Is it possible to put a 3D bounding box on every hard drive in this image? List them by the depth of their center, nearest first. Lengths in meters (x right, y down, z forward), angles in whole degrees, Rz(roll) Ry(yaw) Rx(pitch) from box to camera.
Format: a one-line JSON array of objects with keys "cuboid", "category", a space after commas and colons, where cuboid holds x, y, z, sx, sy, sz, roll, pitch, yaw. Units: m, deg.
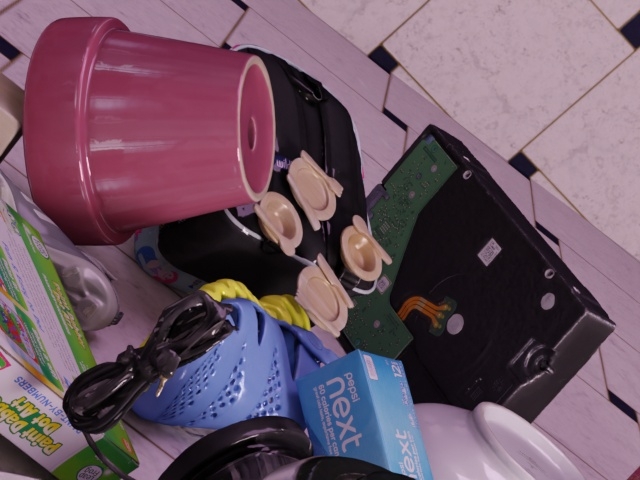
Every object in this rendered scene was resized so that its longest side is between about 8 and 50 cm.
[{"cuboid": [0.134, 0.064, 2.033, 0.064, 0.237, 0.339, 26, 19, -43], "category": "hard drive"}]

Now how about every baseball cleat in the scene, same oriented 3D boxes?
[{"cuboid": [-0.249, 0.004, 1.641, 0.206, 0.072, 0.109, 46, 2, 7], "category": "baseball cleat"}]

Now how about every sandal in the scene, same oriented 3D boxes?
[{"cuboid": [-0.057, 0.117, 1.652, 0.138, 0.126, 0.317, 49, 18, 17], "category": "sandal"}]

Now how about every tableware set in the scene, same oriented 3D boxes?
[{"cuboid": [0.000, 0.000, 1.777, 0.141, 0.020, 0.169, 54, 35, -10], "category": "tableware set"}]

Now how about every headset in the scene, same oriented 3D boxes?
[{"cuboid": [-0.022, 0.202, 1.355, 0.394, 0.185, 0.243, 44, 10, -31], "category": "headset"}]

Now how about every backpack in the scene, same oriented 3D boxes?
[{"cuboid": [-0.062, -0.054, 1.908, 0.225, 0.191, 0.253, 28, 50, -37], "category": "backpack"}]

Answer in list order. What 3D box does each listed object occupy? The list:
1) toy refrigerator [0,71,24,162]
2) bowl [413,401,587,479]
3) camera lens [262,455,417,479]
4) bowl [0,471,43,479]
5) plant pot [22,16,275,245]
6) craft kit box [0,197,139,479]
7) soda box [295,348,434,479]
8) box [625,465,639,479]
[{"cuboid": [-0.380, -0.154, 1.682, 0.269, 0.102, 0.094, 38, 15, -5], "category": "toy refrigerator"}, {"cuboid": [0.154, 0.241, 1.771, 0.298, 0.134, 0.298, 36, 15, -11], "category": "bowl"}, {"cuboid": [-0.008, 0.267, 1.020, 0.219, 0.274, 0.219, 36, 15, -12], "category": "camera lens"}, {"cuboid": [-0.172, 0.211, 1.218, 0.142, 0.053, 0.142, 20, 25, -50], "category": "bowl"}, {"cuboid": [-0.141, -0.097, 1.708, 0.180, 0.201, 0.201, -1, 8, 13], "category": "plant pot"}, {"cuboid": [-0.243, 0.032, 1.382, 0.246, 0.061, 0.250, 46, 11, -50], "category": "craft kit box"}, {"cuboid": [0.047, 0.200, 1.592, 0.067, 0.071, 0.210, 20, 50, -52], "category": "soda box"}, {"cuboid": [0.404, 0.323, 2.113, 0.154, 0.142, 0.300, 40, 15, 1], "category": "box"}]
